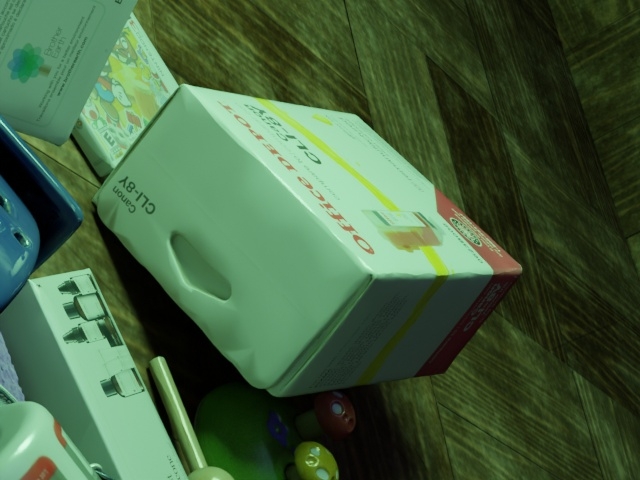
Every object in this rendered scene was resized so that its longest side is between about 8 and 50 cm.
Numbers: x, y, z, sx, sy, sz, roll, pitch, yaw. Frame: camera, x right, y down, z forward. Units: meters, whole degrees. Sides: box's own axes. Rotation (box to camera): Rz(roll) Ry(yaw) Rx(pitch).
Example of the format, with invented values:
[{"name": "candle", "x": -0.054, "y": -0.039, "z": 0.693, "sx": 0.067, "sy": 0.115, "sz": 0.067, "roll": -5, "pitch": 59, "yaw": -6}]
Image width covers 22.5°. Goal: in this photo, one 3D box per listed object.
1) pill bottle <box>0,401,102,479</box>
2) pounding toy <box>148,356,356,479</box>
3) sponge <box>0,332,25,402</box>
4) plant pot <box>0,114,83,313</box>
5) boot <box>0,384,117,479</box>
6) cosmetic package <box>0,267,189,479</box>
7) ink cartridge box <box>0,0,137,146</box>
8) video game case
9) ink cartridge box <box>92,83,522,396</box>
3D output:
[{"name": "pill bottle", "x": -0.171, "y": 0.264, "z": 1.086, "sx": 0.283, "sy": 0.161, "sz": 0.161, "roll": 55, "pitch": 24, "yaw": -15}, {"name": "pounding toy", "x": -0.037, "y": 0.193, "z": 1.501, "sx": 0.237, "sy": 0.110, "sz": 0.183, "roll": 30, "pitch": 38, "yaw": -51}, {"name": "sponge", "x": -0.300, "y": 0.098, "z": 1.171, "sx": 0.210, "sy": 0.031, "sz": 0.117, "roll": 4, "pitch": 59, "yaw": -62}, {"name": "plant pot", "x": -0.305, "y": -0.009, "z": 0.991, "sx": 0.236, "sy": 0.236, "sz": 0.212, "roll": 48, "pitch": 23, "yaw": -4}, {"name": "boot", "x": -0.197, "y": 0.167, "z": 1.180, "sx": 0.190, "sy": 0.086, "sz": 0.069, "roll": 61, "pitch": 36, "yaw": -33}, {"name": "cosmetic package", "x": -0.183, "y": 0.144, "z": 1.320, "sx": 0.239, "sy": 0.060, "sz": 0.099, "roll": 64, "pitch": 24, "yaw": 6}, {"name": "ink cartridge box", "x": -0.309, "y": -0.259, "z": 1.186, "sx": 0.151, "sy": 0.270, "sz": 0.395, "roll": 36, "pitch": 12, "yaw": 37}, {"name": "video game case", "x": -0.227, "y": -0.185, "z": 1.639, "sx": 0.206, "sy": 0.026, "sz": 0.227, "roll": 58, "pitch": 24, "yaw": -7}, {"name": "ink cartridge box", "x": 0.000, "y": 0.000, "z": 1.621, "sx": 0.279, "sy": 0.160, "sz": 0.384, "roll": 45, "pitch": 18, "yaw": 20}]
